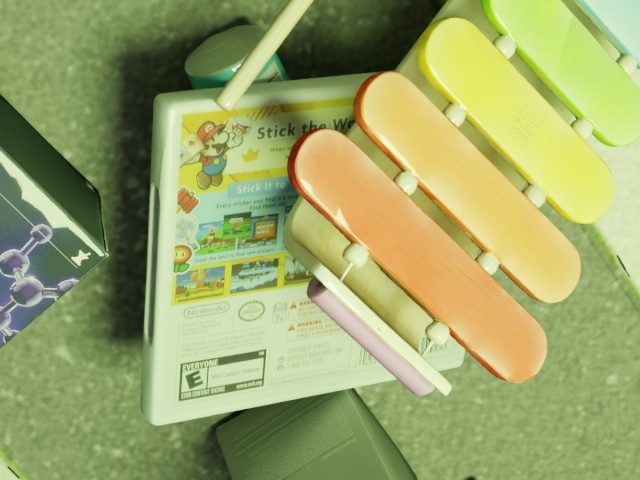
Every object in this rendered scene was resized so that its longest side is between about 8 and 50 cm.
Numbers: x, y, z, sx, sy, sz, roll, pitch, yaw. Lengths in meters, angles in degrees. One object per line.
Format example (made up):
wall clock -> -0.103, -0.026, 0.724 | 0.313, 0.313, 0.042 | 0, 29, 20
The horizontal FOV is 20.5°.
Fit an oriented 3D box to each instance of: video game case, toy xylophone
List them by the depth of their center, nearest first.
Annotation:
toy xylophone -> 0.080, -0.080, 1.023 | 0.236, 0.081, 0.323 | 35, 77, -26
video game case -> 0.000, 0.000, 1.082 | 0.227, 0.026, 0.206 | -8, 117, -28

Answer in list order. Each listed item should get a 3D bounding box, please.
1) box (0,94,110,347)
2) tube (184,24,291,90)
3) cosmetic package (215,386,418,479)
box -> -0.276, -0.039, 1.016 | 0.184, 0.103, 0.261 | -41, 115, 6
tube -> -0.018, -0.034, 1.097 | 0.080, 0.052, 0.207 | -25, 121, 1
cosmetic package -> 0.023, 0.190, 1.099 | 0.107, 0.238, 0.127 | -32, 115, 4
